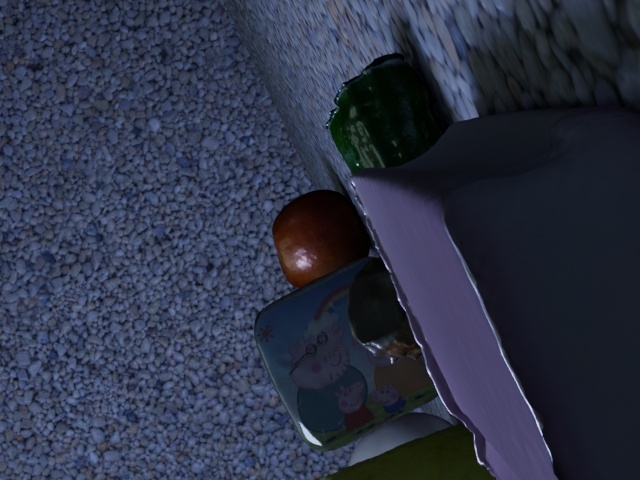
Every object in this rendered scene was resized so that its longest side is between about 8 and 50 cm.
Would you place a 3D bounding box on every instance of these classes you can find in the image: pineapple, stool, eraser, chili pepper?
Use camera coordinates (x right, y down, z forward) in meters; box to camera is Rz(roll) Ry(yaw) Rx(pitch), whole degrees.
[{"bbox_3d":[0.113,0.072,1.051,0.198,0.108,0.108,12,-137,-49],"label":"pineapple"},{"bbox_3d":[0.062,0.224,2.053,0.226,0.310,0.310,51,-166,-80],"label":"stool"},{"bbox_3d":[0.136,0.060,0.622,0.359,0.122,0.272,-147,32,-84],"label":"eraser"},{"bbox_3d":[0.095,-0.017,0.918,0.136,0.099,0.270,-43,72,51],"label":"chili pepper"}]

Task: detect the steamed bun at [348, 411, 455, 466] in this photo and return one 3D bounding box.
[{"bbox_3d":[0.195,0.485,2.163,0.309,0.309,0.309,64,178,4],"label":"steamed bun"}]

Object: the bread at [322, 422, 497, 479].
[{"bbox_3d":[0.182,0.431,1.420,0.348,0.308,0.348,156,90,-85],"label":"bread"}]

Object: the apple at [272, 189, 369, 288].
[{"bbox_3d":[0.000,0.000,2.285,0.218,0.201,0.218,162,90,-87],"label":"apple"}]
